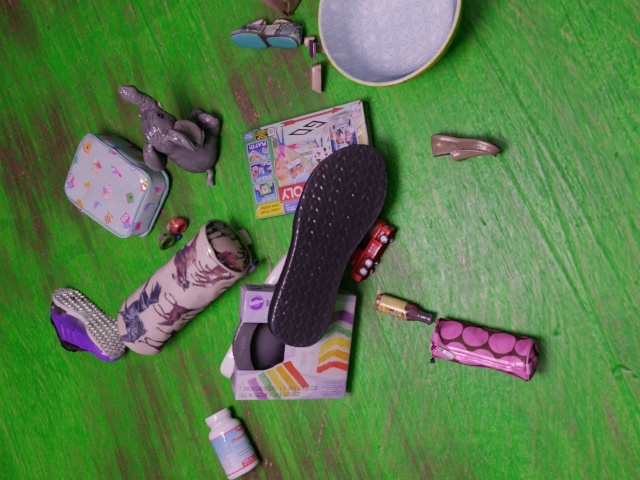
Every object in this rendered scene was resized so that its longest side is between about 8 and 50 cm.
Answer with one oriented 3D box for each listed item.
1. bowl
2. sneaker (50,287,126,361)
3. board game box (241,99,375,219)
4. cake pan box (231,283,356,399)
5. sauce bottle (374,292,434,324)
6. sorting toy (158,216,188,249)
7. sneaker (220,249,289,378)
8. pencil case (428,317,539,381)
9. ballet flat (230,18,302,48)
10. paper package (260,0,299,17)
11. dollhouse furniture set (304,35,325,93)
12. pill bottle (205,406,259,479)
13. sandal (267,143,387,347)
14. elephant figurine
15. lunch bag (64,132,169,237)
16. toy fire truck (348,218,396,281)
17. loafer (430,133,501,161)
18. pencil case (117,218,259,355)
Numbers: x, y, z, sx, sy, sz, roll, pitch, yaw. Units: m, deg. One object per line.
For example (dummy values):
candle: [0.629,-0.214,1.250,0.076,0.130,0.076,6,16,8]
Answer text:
bowl: [0.155,-0.444,1.169,0.289,0.156,0.290,2,95,26]
sneaker: [-0.671,0.272,1.668,0.293,0.102,0.146,36,112,24]
board game box: [-0.024,-0.177,1.339,0.317,0.046,0.214,-10,89,26]
cake pan box: [-0.064,0.226,1.292,0.266,0.070,0.246,5,95,-17]
sauce bottle: [0.181,0.151,1.263,0.128,0.042,0.042,16,101,26]
sorting toy: [-0.390,-0.023,1.522,0.042,0.061,0.102,42,87,18]
sneaker: [-0.096,0.189,1.372,0.148,0.131,0.350,27,100,0]
pencil case: [0.325,0.220,1.166,0.209,0.098,0.095,8,97,25]
ballet flat: [-0.122,-0.485,1.363,0.188,0.070,0.070,12,99,23]
paper package: [-0.123,-0.727,1.281,0.325,0.168,0.310,44,109,18]
dollhouse furniture set: [0.013,-0.400,1.325,0.081,0.091,0.115,-7,119,-13]
pill bottle: [-0.226,0.506,1.464,0.087,0.087,0.160,-33,80,24]
sandal: [-0.003,0.000,1.229,0.167,0.107,0.446,23,91,-18]
elephant figurine: [-0.359,-0.245,1.390,0.185,0.239,0.170,31,106,21]
lunch bag: [-0.549,-0.144,1.565,0.279,0.107,0.224,34,110,21]
toy fire truck: [0.068,0.019,1.306,0.135,0.047,0.192,37,108,21]
loafer: [0.291,-0.183,1.181,0.147,0.056,0.050,16,101,35]
pencil case: [-0.339,0.123,1.445,0.410,0.183,0.160,-40,72,25]
